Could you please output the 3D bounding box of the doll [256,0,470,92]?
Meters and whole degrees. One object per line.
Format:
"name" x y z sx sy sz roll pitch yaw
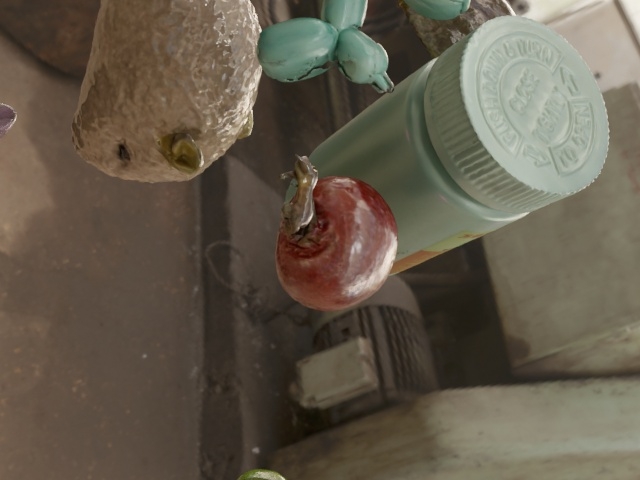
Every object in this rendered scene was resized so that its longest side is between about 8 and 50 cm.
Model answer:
"doll" 0.035 -0.192 0.670 0.059 0.159 0.159 65 39 -80

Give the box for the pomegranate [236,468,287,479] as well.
"pomegranate" -0.119 0.507 1.670 0.122 0.169 0.143 -22 115 -54

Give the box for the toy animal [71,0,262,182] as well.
"toy animal" -0.177 -0.221 1.088 0.227 0.358 0.188 31 31 15

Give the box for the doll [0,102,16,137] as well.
"doll" -0.572 -0.102 1.076 0.215 0.225 0.370 21 18 8

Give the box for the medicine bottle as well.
"medicine bottle" 0.095 -0.065 0.811 0.158 0.318 0.158 10 69 -28

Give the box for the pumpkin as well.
"pumpkin" 0.216 -0.339 1.332 0.312 0.148 0.169 60 14 13

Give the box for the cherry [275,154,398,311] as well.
"cherry" 0.000 0.000 0.634 0.090 0.107 0.225 29 4 17
